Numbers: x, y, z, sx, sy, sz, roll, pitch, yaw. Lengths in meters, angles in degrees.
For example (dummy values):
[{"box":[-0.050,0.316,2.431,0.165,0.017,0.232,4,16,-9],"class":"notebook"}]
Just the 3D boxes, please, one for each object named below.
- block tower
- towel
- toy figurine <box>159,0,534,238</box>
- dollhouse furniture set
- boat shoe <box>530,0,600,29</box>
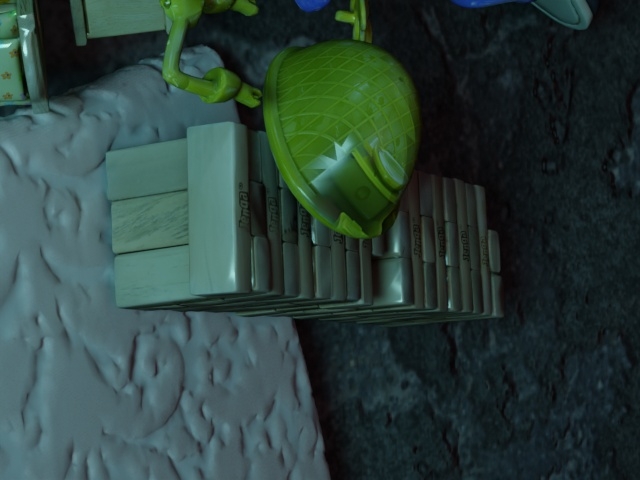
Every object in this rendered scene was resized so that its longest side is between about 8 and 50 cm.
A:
[{"box":[0.000,0.000,0.993,0.335,0.097,0.091,11,74,-61],"class":"block tower"},{"box":[-0.113,0.073,0.920,0.332,0.053,0.317,-35,113,-59],"class":"towel"},{"box":[0.050,-0.203,0.901,0.191,0.217,0.363,42,30,-36],"class":"toy figurine"},{"box":[-0.165,-0.148,0.812,0.181,0.101,0.161,-8,128,-6],"class":"dollhouse furniture set"},{"box":[0.133,-0.261,1.166,0.079,0.095,0.254,-47,112,-16],"class":"boat shoe"}]
